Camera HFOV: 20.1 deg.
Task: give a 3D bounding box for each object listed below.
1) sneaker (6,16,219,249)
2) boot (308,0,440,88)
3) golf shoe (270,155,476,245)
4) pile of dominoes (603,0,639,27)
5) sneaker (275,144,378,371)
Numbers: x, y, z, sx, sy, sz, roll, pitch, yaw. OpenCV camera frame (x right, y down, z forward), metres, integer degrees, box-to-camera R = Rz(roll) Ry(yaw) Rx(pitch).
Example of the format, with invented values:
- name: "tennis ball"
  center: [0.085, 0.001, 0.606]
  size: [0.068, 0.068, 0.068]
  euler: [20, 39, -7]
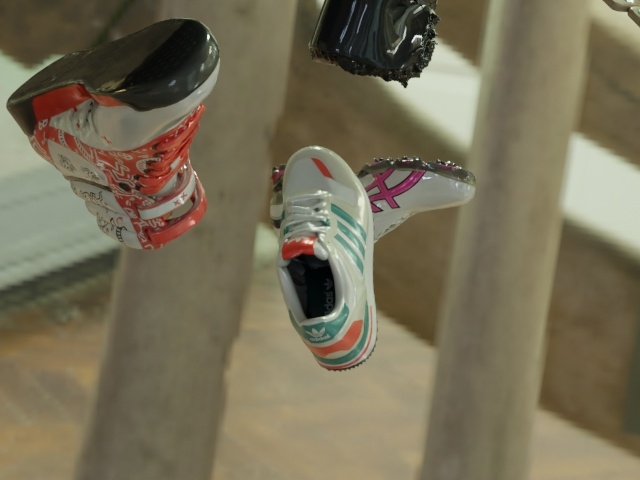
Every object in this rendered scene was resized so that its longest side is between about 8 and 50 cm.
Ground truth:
- name: "sneaker"
  center: [-0.115, -0.070, 1.283]
  size: [0.090, 0.145, 0.270]
  euler: [-46, 22, -25]
- name: "boot"
  center: [0.047, -0.233, 1.417]
  size: [0.094, 0.207, 0.246]
  euler: [22, 3, 26]
- name: "golf shoe"
  center: [0.047, -0.028, 1.567]
  size: [0.186, 0.086, 0.067]
  euler: [-4, -8, 20]
- name: "pile of dominoes"
  center: [0.386, -0.179, 1.560]
  size: [0.251, 0.040, 0.196]
  euler: [39, 36, 25]
- name: "sneaker"
  center: [0.000, 0.000, 1.172]
  size: [0.057, 0.161, 0.075]
  euler: [-13, -26, 15]
